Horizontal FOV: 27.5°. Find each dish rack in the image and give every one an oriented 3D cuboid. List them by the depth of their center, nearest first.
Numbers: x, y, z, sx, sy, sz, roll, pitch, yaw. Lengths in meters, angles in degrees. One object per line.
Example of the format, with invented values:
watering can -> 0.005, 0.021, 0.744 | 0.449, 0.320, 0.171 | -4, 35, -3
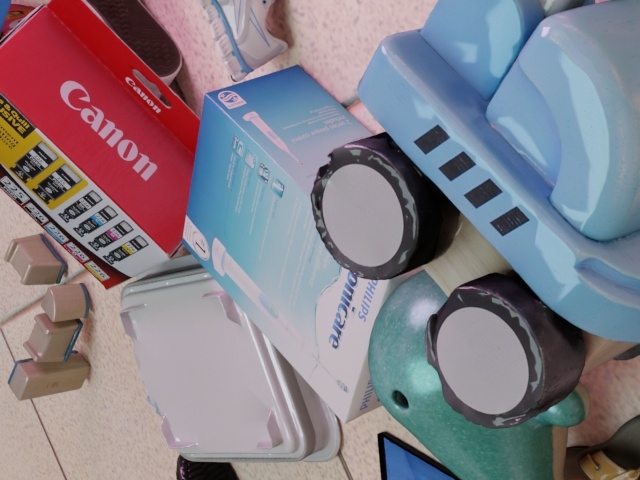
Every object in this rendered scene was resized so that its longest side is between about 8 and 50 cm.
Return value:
dish rack -> -0.134, 0.158, 1.638 | 0.333, 0.072, 0.285 | -11, 101, 52

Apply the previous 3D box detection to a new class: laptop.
laptop -> 0.105, 0.373, 1.390 | 0.137, 0.264, 0.234 | 1, 117, 16

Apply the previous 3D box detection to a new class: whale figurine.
whale figurine -> 0.135, 0.153, 1.124 | 0.216, 0.141, 0.272 | -10, 102, 55

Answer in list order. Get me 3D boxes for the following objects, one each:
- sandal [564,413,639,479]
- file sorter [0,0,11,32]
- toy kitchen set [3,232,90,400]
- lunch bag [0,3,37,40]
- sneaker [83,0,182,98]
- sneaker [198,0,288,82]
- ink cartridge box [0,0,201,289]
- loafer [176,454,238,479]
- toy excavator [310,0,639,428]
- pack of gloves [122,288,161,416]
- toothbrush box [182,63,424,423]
sandal -> 0.251, 0.208, 1.141 | 0.219, 0.060, 0.090 | -30, 84, 58
file sorter -> -0.465, -0.323, 1.656 | 0.104, 0.118, 0.170 | 40, 113, 48
toy kitchen set -> -0.439, 0.118, 2.091 | 0.166, 0.122, 0.207 | 46, 123, 30
lunch bag -> -0.411, -0.189, 1.815 | 0.293, 0.120, 0.258 | 22, 127, 48
sneaker -> -0.283, -0.280, 1.580 | 0.290, 0.106, 0.123 | 58, 145, 11
sneaker -> -0.090, -0.262, 1.327 | 0.071, 0.083, 0.190 | -106, -8, -64
ink cartridge box -> -0.276, -0.112, 1.547 | 0.309, 0.130, 0.272 | 45, 149, -13
loafer -> -0.144, 0.390, 1.823 | 0.220, 0.080, 0.078 | 63, 148, 6
toy excavator -> 0.169, -0.160, 0.931 | 0.433, 0.222, 0.445 | 50, 132, 21
pack of gloves -> -0.168, 0.169, 1.774 | 0.232, 0.046, 0.195 | 13, 117, 43
toothbrush box -> 0.000, 0.000, 1.319 | 0.295, 0.126, 0.216 | 46, 141, 31
